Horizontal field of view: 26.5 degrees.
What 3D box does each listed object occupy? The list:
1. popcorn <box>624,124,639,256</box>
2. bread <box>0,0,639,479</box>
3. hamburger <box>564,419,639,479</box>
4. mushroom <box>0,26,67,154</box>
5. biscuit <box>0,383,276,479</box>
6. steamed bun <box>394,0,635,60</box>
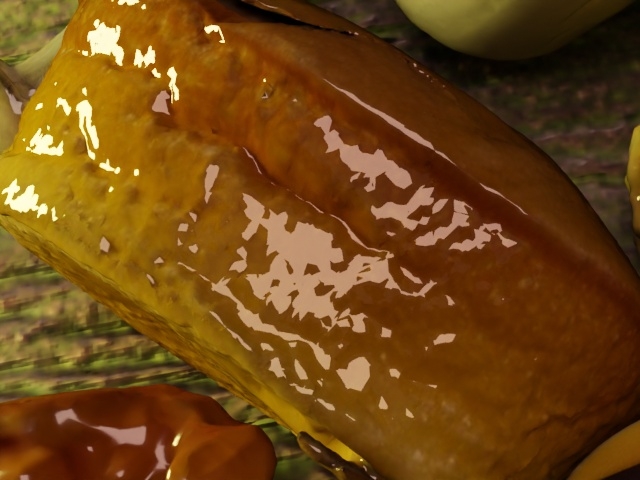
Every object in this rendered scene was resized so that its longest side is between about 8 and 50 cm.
[{"bbox_3d":[0.208,0.017,0.513,0.163,0.140,0.194,-13,66,6],"label":"popcorn"},{"bbox_3d":[0.000,0.000,0.514,0.270,0.195,0.142,31,82,20],"label":"bread"},{"bbox_3d":[0.136,0.109,0.420,0.141,0.081,0.126,-35,34,-1],"label":"hamburger"},{"bbox_3d":[-0.058,-0.144,0.639,0.118,0.103,0.270,22,75,16],"label":"mushroom"},{"bbox_3d":[-0.151,0.215,0.477,0.318,0.110,0.312,-11,66,1],"label":"biscuit"},{"bbox_3d":[0.121,-0.208,0.598,0.155,0.200,0.250,16,66,-19],"label":"steamed bun"}]
